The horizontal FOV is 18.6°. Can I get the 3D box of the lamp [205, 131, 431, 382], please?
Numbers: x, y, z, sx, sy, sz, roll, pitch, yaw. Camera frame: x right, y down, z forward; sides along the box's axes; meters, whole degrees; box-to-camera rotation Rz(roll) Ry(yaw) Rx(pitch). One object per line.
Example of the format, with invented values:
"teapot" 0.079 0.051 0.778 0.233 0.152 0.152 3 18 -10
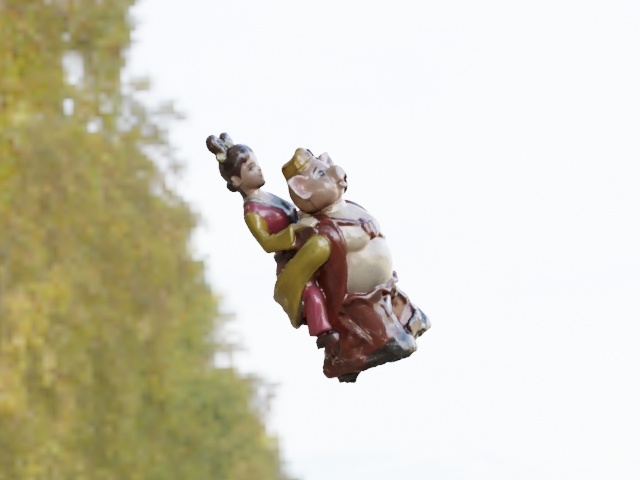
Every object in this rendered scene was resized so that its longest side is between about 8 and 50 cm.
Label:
"lamp" 0.000 0.000 1.720 0.118 0.253 0.118 -26 7 3
